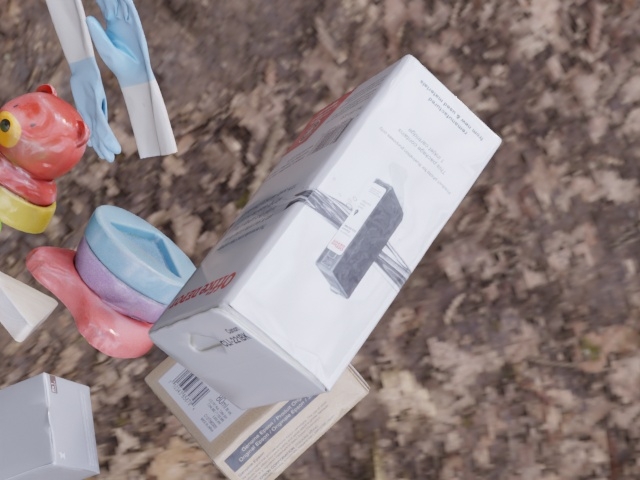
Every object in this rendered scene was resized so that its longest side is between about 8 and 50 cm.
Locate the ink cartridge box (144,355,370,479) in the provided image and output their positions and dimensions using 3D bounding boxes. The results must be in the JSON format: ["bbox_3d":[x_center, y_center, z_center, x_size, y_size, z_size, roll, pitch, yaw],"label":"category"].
[{"bbox_3d":[-0.082,0.174,1.752,0.193,0.235,0.088,-43,123,-8],"label":"ink cartridge box"}]

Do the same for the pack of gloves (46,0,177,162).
[{"bbox_3d":[-0.278,-0.207,1.805,0.046,0.195,0.232,-22,101,-39],"label":"pack of gloves"}]

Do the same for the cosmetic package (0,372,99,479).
[{"bbox_3d":[-0.409,0.268,1.861,0.107,0.238,0.127,33,43,-59],"label":"cosmetic package"}]

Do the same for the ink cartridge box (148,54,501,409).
[{"bbox_3d":[0.000,0.000,1.212,0.114,0.197,0.273,42,66,-11],"label":"ink cartridge box"}]

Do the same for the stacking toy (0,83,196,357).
[{"bbox_3d":[-0.266,-0.032,1.431,0.309,0.279,0.130,43,103,16],"label":"stacking toy"}]
